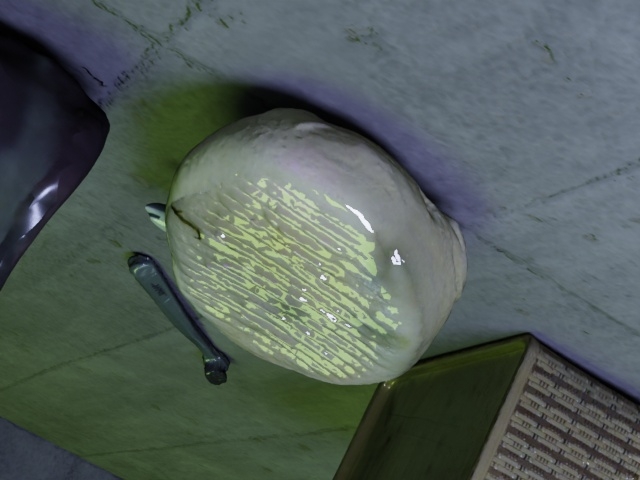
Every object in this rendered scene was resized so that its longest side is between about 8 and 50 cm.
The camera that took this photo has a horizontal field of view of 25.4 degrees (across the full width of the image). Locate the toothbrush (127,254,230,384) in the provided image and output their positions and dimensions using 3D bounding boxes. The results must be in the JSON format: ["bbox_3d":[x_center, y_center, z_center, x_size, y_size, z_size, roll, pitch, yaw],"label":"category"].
[{"bbox_3d":[-0.148,0.088,1.523,0.030,0.030,0.297,-7,151,10],"label":"toothbrush"}]

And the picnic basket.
[{"bbox_3d":[0.142,0.232,1.257,0.175,0.228,0.313,33,159,-14],"label":"picnic basket"}]

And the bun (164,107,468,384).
[{"bbox_3d":[0.000,0.000,0.988,0.210,0.116,0.237,25,146,7],"label":"bun"}]

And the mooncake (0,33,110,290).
[{"bbox_3d":[-0.343,0.010,1.036,0.212,0.381,0.350,37,155,-7],"label":"mooncake"}]

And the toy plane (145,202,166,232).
[{"bbox_3d":[-0.046,0.018,1.176,0.226,0.058,0.226,37,160,-23],"label":"toy plane"}]
